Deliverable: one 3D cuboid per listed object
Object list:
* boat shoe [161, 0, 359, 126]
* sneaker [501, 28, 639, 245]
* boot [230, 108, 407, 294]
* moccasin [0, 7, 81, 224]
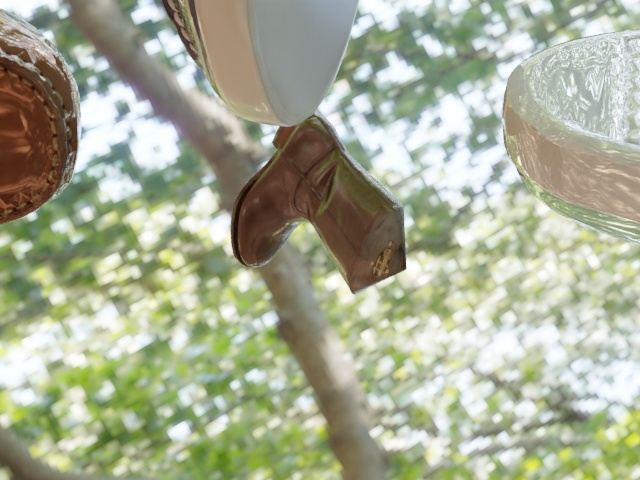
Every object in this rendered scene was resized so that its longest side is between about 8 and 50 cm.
[{"bbox_3d":[-0.079,-0.213,0.739,0.158,0.127,0.340,10,-57,26],"label":"boat shoe"},{"bbox_3d":[0.150,0.031,0.535,0.094,0.256,0.151,-106,-146,-51],"label":"sneaker"},{"bbox_3d":[0.000,0.000,0.925,0.114,0.037,0.106,52,-48,42],"label":"boot"},{"bbox_3d":[-0.293,-0.051,0.754,0.147,0.380,0.139,-102,-159,-64],"label":"moccasin"}]
